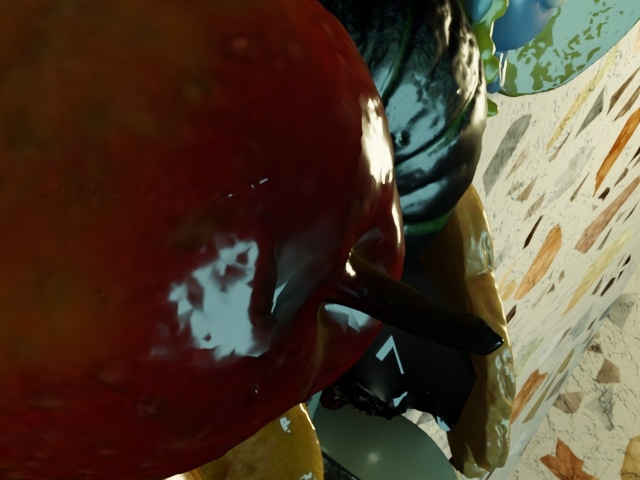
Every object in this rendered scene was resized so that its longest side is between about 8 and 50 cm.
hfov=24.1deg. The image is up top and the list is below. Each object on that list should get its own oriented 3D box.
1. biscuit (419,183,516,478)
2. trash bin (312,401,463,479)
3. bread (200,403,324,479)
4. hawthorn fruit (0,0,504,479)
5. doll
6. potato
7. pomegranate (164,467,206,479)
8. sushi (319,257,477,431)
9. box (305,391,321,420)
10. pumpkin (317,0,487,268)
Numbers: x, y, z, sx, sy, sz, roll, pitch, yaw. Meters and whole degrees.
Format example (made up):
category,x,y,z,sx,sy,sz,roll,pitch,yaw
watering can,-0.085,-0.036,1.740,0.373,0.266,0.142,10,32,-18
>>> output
category,x,y,z,sx,sy,sz,roll,pitch,yaw
biscuit,0.160,0.098,1.622,0.051,0.269,0.376,-9,119,-8
trash bin,0.047,0.338,1.752,0.280,0.280,0.432,-53,164,-2
bread,-0.114,0.192,1.183,0.268,0.268,0.146,-59,177,13
hawthorn fruit,-0.087,-0.006,0.693,0.285,0.369,0.285,-51,151,-44
doll,0.157,-0.270,1.070,0.346,0.098,0.341,-60,164,-71
potato,0.228,-0.253,1.317,0.298,0.141,0.176,-61,-156,-7
pomegranate,-0.215,0.215,0.904,0.319,0.319,0.319,-46,160,-23
sushi,0.051,0.106,1.535,0.172,0.150,0.153,42,61,-28
box,-0.106,0.187,1.398,0.245,0.092,0.153,-38,155,-39
pumpkin,-0.024,-0.100,0.955,0.248,0.248,0.248,-46,160,-23
